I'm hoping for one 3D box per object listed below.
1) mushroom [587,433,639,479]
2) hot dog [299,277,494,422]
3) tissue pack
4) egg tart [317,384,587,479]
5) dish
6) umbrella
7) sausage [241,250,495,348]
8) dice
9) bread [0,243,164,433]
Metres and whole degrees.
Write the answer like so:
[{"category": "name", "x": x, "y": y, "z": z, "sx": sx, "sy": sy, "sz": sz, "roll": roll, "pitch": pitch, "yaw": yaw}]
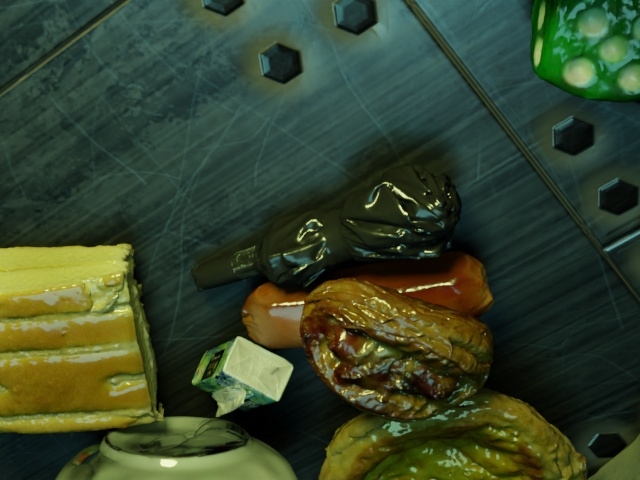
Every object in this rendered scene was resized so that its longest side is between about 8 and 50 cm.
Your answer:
[{"category": "mushroom", "x": 0.430, "y": 0.266, "z": 1.588, "sx": 0.122, "sy": 0.159, "sz": 0.329, "roll": -11, "pitch": 131, "yaw": -46}, {"category": "hot dog", "x": 0.084, "y": 0.119, "z": 1.419, "sx": 0.226, "sy": 0.099, "sz": 0.161, "roll": 19, "pitch": 126, "yaw": -4}, {"category": "tissue pack", "x": -0.100, "y": 0.175, "z": 1.555, "sx": 0.085, "sy": 0.079, "sz": 0.111, "roll": 30, "pitch": 156, "yaw": -16}, {"category": "egg tart", "x": 0.161, "y": 0.284, "z": 1.617, "sx": 0.341, "sy": 0.129, "sz": 0.341, "roll": 1, "pitch": 126, "yaw": 1}, {"category": "dish", "x": -0.176, "y": 0.282, "z": 1.557, "sx": 0.324, "sy": 0.324, "sz": 0.124, "roll": 1, "pitch": 97, "yaw": 2}, {"category": "umbrella", "x": 0.000, "y": 0.000, "z": 1.448, "sx": 0.340, "sy": 0.118, "sz": 0.118, "roll": -16, "pitch": 124, "yaw": 25}, {"category": "sausage", "x": 0.055, "y": 0.073, "z": 1.499, "sx": 0.300, "sy": 0.083, "sz": 0.089, "roll": -8, "pitch": 137, "yaw": 12}, {"category": "dice", "x": 0.279, "y": -0.218, "z": 1.247, "sx": 0.130, "sy": 0.128, "sz": 0.120, "roll": 7, "pitch": 125, "yaw": -1}, {"category": "bread", "x": -0.320, "y": 0.120, "z": 1.534, "sx": 0.246, "sy": 0.111, "sz": 0.239, "roll": -2, "pitch": 127, "yaw": 3}]
